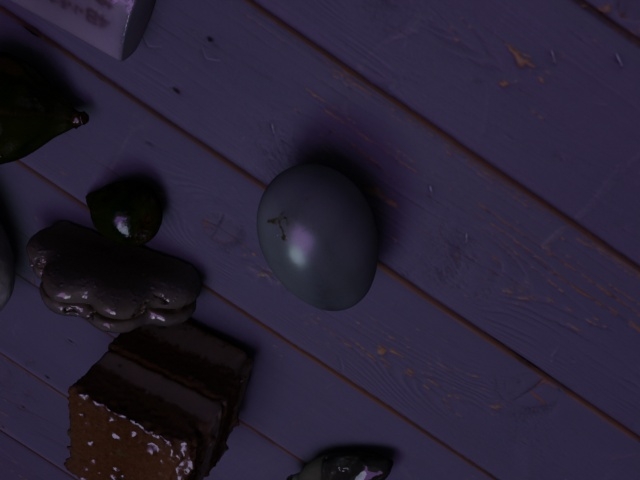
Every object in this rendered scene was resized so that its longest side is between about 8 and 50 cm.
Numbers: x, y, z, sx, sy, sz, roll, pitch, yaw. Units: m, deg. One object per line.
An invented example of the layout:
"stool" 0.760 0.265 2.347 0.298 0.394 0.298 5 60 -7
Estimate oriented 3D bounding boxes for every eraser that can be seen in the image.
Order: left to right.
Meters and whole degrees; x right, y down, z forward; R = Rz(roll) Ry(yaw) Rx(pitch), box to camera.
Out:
"eraser" -0.382 -0.406 1.514 0.270 0.095 0.174 28 129 1

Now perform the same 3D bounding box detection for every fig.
"fig" -0.513 -0.208 1.672 0.245 0.195 0.195 12 136 -22
"fig" -0.363 -0.051 1.774 0.177 0.117 0.117 11 129 30

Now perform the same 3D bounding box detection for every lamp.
"lamp" 0.034 0.467 1.984 0.250 0.101 0.101 -18 116 29

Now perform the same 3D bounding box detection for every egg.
"egg" 0.000 0.000 1.589 0.183 0.183 0.264 -3 129 26

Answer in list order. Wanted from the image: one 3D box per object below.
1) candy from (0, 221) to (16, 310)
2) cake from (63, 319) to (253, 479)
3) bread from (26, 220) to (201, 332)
"candy" -0.769 -0.015 1.911 0.386 0.186 0.427 18 136 19
"cake" -0.304 0.319 1.897 0.282 0.290 0.256 25 130 6
"bread" -0.392 0.076 1.829 0.337 0.183 0.102 18 122 10
